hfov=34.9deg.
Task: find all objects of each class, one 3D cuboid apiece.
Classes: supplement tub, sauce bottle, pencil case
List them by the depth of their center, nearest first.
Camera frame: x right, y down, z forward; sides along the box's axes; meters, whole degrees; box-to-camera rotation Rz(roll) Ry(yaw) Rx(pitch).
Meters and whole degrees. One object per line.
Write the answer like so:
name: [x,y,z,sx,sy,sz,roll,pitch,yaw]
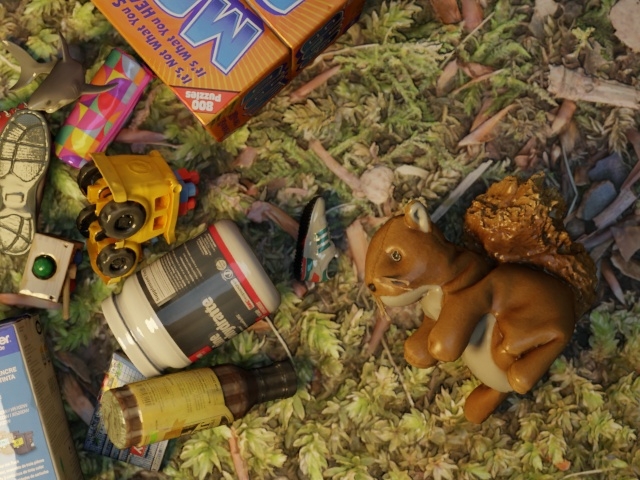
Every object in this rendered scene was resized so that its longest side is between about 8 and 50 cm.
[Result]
sauce bottle: [-0.202,0.276,1.779,0.344,0.111,0.111,-9,91,-29]
supplement tub: [-0.225,0.104,1.793,0.272,0.191,0.191,-32,92,-2]
pencil case: [-0.389,-0.226,1.831,0.104,0.104,0.236,30,89,-3]

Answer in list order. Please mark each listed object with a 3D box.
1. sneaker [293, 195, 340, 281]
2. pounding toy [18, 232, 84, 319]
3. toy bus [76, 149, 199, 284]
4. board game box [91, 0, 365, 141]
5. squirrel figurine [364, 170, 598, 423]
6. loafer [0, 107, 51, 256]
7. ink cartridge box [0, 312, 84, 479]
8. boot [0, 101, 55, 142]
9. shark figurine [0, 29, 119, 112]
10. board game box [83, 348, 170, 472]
sneaker: [0.000,0.000,1.879,0.075,0.057,0.161,10,88,-20]
pounding toy: [-0.467,0.061,1.805,0.100,0.141,0.130,16,90,-3]
toy bus: [-0.314,-0.051,1.810,0.211,0.149,0.220,-12,134,-30]
board game box: [-0.166,-0.423,1.709,0.356,0.356,0.356,-42,92,-1]
squirrel figurine: [0.281,0.062,1.817,0.370,0.281,0.397,41,74,8]
loafer: [-0.527,-0.108,1.799,0.096,0.084,0.267,10,105,-7]
ink cartridge box: [-0.533,0.274,1.739,0.151,0.270,0.395,-14,91,-8]
boot: [-0.601,-0.226,1.828,0.244,0.088,0.176,44,88,-10]
shark figurine: [-0.460,-0.312,1.771,0.166,0.278,0.116,-20,119,-19]
board game box: [-0.313,0.321,1.855,0.194,0.060,0.194,18,89,-2]
